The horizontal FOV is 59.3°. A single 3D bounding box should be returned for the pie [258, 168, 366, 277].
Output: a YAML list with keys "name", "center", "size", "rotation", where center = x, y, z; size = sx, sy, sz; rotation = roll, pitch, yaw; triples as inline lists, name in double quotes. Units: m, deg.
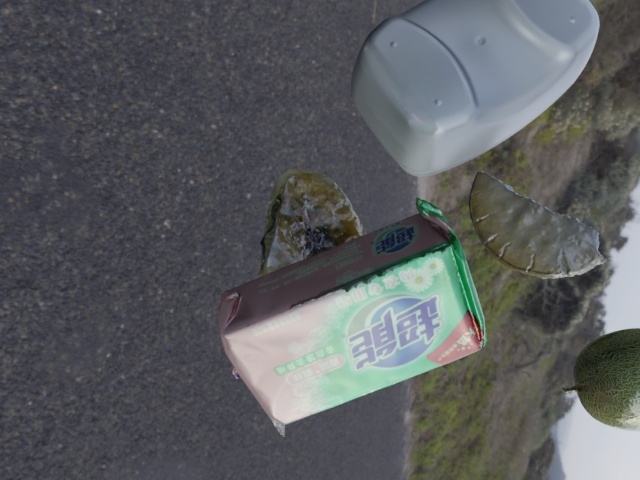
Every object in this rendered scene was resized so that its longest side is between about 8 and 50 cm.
- name: "pie"
  center: [-0.002, 0.001, 0.811]
  size: [0.185, 0.052, 0.218]
  rotation: [27, 51, -31]

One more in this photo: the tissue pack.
- name: "tissue pack"
  center: [0.221, -0.251, 0.860]
  size: [0.333, 0.229, 0.236]
  rotation: [-32, 167, -5]

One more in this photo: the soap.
- name: "soap"
  center: [0.036, 0.093, 0.633]
  size: [0.098, 0.274, 0.217]
  rotation: [-104, 171, -56]

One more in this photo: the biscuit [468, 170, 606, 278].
- name: "biscuit"
  center: [0.377, -0.015, 1.050]
  size: [0.141, 0.290, 0.038]
  rotation: [-53, 149, 2]

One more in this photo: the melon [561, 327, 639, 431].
- name: "melon"
  center: [0.434, 0.192, 0.778]
  size: [0.139, 0.193, 0.139]
  rotation: [-16, 90, -73]
